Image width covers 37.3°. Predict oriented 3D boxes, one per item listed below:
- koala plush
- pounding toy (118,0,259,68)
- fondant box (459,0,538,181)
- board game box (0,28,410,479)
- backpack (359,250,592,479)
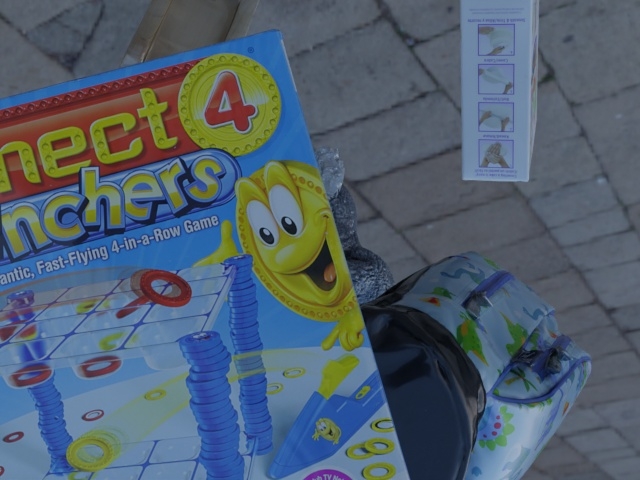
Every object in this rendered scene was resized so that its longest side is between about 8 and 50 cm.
[{"bbox_3d":[0.000,0.000,1.300,0.203,0.221,0.196,0,148,-2],"label":"koala plush"},{"bbox_3d":[-0.145,-0.177,0.799,0.154,0.270,0.154,24,142,-12],"label":"pounding toy"},{"bbox_3d":[0.248,-0.276,1.295,0.096,0.238,0.331,1,117,15],"label":"fondant box"},{"bbox_3d":[-0.129,0.065,0.557,0.308,0.302,0.086,-16,177,-7],"label":"board game box"},{"bbox_3d":[0.110,0.152,0.909,0.273,0.355,0.290,26,113,5],"label":"backpack"}]
